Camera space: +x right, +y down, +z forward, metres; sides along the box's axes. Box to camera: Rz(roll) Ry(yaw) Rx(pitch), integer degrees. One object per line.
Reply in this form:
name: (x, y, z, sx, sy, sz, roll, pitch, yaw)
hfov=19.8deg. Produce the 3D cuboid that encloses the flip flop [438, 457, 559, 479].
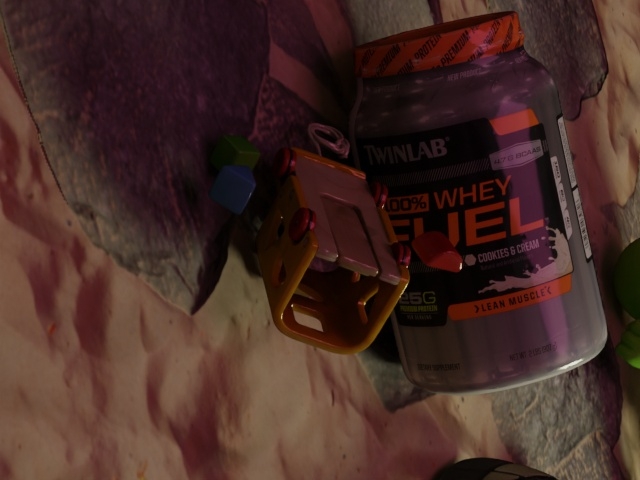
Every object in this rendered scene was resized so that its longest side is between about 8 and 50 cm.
flip flop: (0.142, 0.290, 1.679, 0.277, 0.112, 0.080, -52, 152, -53)

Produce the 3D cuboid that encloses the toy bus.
toy bus: (-0.003, 0.004, 1.489, 0.202, 0.191, 0.104, -14, 138, -58)

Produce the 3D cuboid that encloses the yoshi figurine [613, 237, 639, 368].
yoshi figurine: (0.415, 0.142, 2.128, 0.203, 0.203, 0.362, 4, 95, -18)

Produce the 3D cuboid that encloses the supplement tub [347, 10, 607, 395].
supplement tub: (0.135, -0.036, 1.640, 0.193, 0.193, 0.316, -28, 106, -57)
